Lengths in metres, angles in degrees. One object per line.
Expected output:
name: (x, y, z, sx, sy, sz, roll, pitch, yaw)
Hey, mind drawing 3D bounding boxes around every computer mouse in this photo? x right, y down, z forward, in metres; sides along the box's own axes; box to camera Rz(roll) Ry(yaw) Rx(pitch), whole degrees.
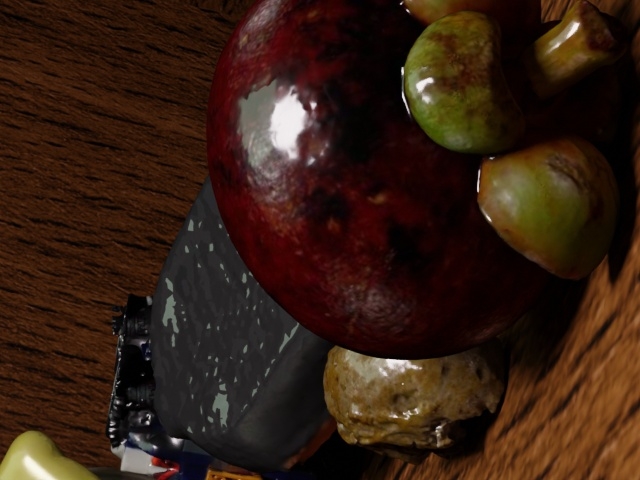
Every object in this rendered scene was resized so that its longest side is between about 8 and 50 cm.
computer mouse: (0.004, 0.000, 0.900, 0.323, 0.116, 0.183, -58, 40, 28)

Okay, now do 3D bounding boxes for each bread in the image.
bread: (0.042, 0.078, 0.748, 0.113, 0.082, 0.060, 113, 165, -71)

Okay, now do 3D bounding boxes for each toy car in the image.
toy car: (-0.072, 0.122, 1.120, 0.301, 0.193, 0.118, -108, 31, -74)

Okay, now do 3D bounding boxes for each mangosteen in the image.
mangosteen: (0.047, -0.043, 0.631, 0.200, 0.199, 0.200, -168, 90, -83)

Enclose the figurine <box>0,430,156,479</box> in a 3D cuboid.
figurine: (-0.100, 0.348, 1.092, 0.266, 0.361, 0.377, -42, -29, 8)
